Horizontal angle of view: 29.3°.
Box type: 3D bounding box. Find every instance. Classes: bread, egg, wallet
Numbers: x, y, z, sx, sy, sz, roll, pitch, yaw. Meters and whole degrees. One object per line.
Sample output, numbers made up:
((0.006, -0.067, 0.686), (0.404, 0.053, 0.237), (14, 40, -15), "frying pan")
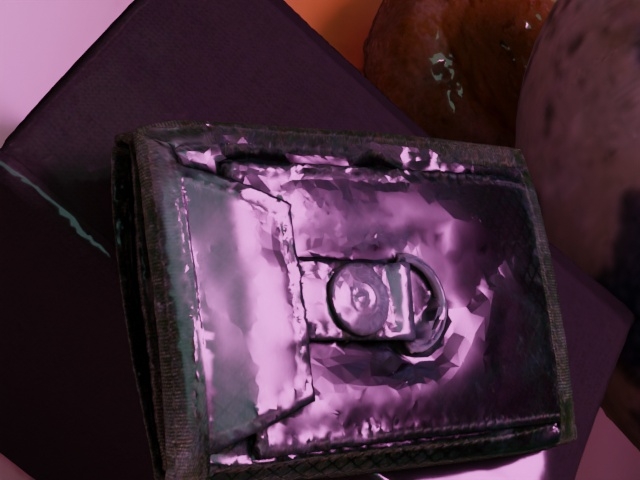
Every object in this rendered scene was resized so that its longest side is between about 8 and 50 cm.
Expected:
((0.130, -0.124, 0.979), (0.230, 0.123, 0.230), (16, 60, -30), "bread")
((0.308, -0.015, 0.790), (0.345, 0.345, 0.428), (-25, 86, -39), "egg")
((0.023, 0.026, 0.562), (0.236, 0.055, 0.160), (0, 75, -34), "wallet")

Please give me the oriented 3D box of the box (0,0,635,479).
((-0.043, 0.050, 0.697), (0.345, 0.251, 0.204), (41, 52, -12), "box")
